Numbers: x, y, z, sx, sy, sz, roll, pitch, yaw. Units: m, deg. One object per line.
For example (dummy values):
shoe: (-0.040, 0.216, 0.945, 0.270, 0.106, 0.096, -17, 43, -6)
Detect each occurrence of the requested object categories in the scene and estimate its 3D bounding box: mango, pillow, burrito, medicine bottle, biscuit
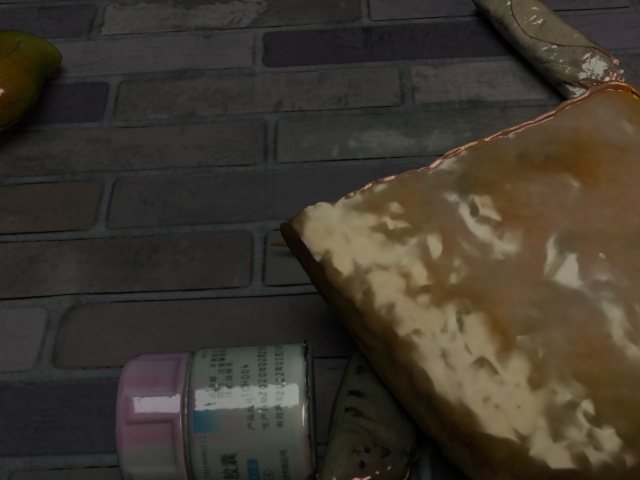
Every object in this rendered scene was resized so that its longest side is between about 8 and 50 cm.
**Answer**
mango: (-0.424, -0.210, 1.211, 0.125, 0.111, 0.233, 31, 42, 12)
pillow: (0.058, 0.161, 0.861, 0.093, 0.051, 0.241, 23, 37, -2)
burrito: (0.302, -0.279, 1.259, 0.082, 0.059, 0.275, -30, 50, -4)
medicine bottle: (-0.088, 0.160, 0.826, 0.168, 0.135, 0.135, -2, 47, 1)
biscuit: (0.256, 0.058, 0.891, 0.429, 0.104, 0.446, -29, 66, -22)

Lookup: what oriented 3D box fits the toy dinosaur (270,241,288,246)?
toy dinosaur: (0.001, -0.003, 1.041, 0.113, 0.026, 0.041, 9, 65, -1)
